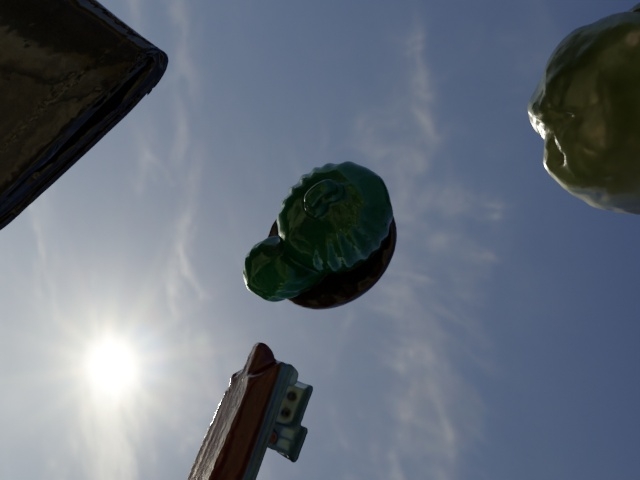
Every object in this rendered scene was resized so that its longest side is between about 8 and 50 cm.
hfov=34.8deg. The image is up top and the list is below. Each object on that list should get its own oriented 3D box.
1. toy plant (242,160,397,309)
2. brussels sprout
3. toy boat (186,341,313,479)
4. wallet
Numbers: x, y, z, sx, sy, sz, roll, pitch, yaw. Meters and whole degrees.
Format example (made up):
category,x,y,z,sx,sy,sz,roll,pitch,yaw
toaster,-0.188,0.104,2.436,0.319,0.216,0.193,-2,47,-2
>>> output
category,x,y,z,sx,sy,sz,roll,pitch,yaw
toy plant,0.000,0.000,0.862,0.105,0.143,0.200,55,2,22
brussels sprout,0.401,-0.167,1.317,0.243,0.274,0.316,36,-49,16
toy boat,-0.055,0.164,0.748,0.173,0.059,0.069,-67,-162,-9
wallet,-0.201,-0.112,0.488,0.255,0.137,0.031,42,-13,23
